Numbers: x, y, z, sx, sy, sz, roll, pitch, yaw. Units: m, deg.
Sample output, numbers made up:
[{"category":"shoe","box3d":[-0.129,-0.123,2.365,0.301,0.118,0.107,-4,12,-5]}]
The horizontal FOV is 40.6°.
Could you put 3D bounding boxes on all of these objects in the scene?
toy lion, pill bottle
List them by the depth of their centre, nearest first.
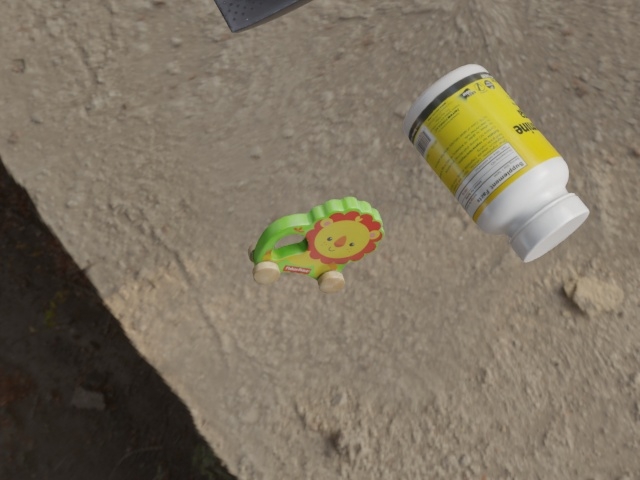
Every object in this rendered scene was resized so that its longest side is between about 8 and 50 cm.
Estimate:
[{"category":"toy lion","box3d":[0.000,0.000,0.729,0.100,0.034,0.096,8,134,-25]},{"category":"pill bottle","box3d":[0.313,-0.133,1.532,0.188,0.188,0.334,-42,72,18]}]

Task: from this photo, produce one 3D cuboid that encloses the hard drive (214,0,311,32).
[{"category":"hard drive","box3d":[-0.023,-0.359,0.995,0.254,0.054,0.172,-30,79,5]}]
